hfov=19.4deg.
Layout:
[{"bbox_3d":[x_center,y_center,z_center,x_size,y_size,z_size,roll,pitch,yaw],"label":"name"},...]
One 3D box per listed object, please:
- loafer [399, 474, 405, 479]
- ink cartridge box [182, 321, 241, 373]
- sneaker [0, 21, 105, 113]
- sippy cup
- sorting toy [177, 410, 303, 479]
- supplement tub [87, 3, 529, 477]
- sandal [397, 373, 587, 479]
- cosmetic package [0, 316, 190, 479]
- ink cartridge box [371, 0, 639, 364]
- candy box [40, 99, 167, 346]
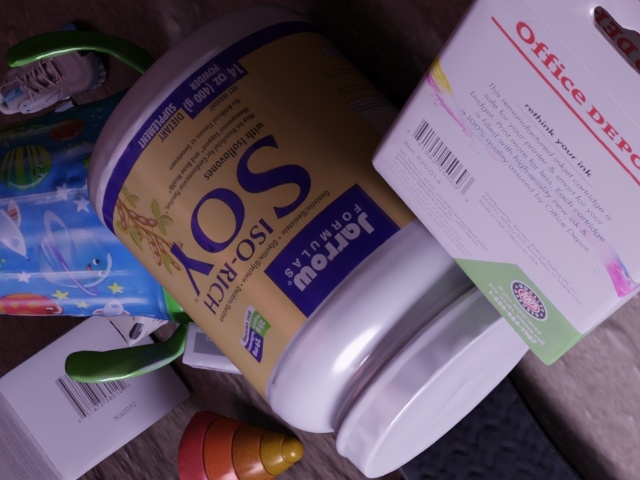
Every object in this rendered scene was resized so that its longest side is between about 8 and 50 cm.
[{"bbox_3d":[0.095,0.238,1.771,0.084,0.096,0.267,52,155,20],"label":"loafer"},{"bbox_3d":[-0.045,0.114,1.753,0.145,0.045,0.179,7,168,7],"label":"ink cartridge box"},{"bbox_3d":[-0.287,-0.165,1.944,0.071,0.083,0.190,59,152,-3],"label":"sneaker"},{"bbox_3d":[-0.227,-0.026,1.749,0.240,0.224,0.305,87,176,-80],"label":"sippy cup"},{"bbox_3d":[-0.022,0.340,2.097,0.126,0.127,0.365,-14,114,30],"label":"sorting toy"},{"bbox_3d":[0.000,0.000,1.492,0.331,0.241,0.241,46,152,18],"label":"supplement tub"},{"bbox_3d":[0.172,0.243,1.604,0.446,0.167,0.107,63,-173,10],"label":"sandal"},{"bbox_3d":[-0.325,0.214,2.306,0.155,0.197,0.365,54,155,1],"label":"cosmetic package"},{"bbox_3d":[0.184,-0.083,1.234,0.207,0.119,0.353,50,153,8],"label":"ink cartridge box"},{"bbox_3d":[-0.239,-0.017,2.043,0.233,0.071,0.159,51,152,10],"label":"candy box"}]
